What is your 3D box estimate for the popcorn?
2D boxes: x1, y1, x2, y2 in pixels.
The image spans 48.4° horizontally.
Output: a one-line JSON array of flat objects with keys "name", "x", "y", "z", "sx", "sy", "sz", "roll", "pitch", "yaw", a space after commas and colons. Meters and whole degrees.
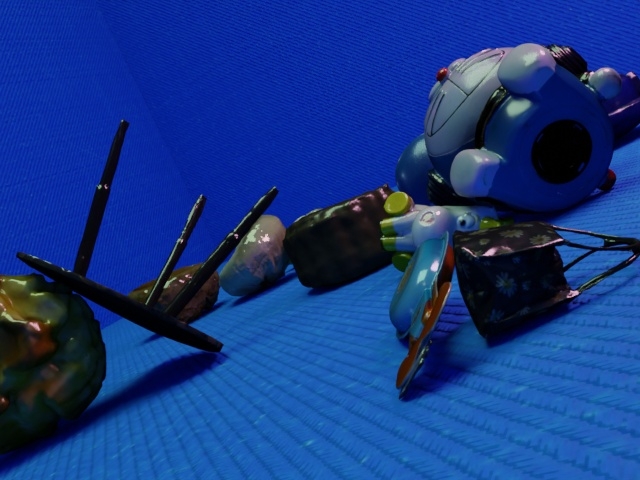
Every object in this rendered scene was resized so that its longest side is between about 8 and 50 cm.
[{"name": "popcorn", "x": -0.444, "y": 0.191, "z": 1.023, "sx": 0.265, "sy": 0.225, "sz": 0.332, "roll": -46, "pitch": 4, "yaw": -31}]

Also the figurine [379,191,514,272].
[{"name": "figurine", "x": 0.161, "y": -0.016, "z": 0.912, "sx": 0.130, "sy": 0.109, "sz": 0.178, "roll": -3, "pitch": -4, "yaw": -27}]

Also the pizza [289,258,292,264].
[{"name": "pizza", "x": -0.022, "y": 0.028, "z": 1.742, "sx": 0.160, "sy": 0.035, "sz": 0.099, "roll": -28, "pitch": 5, "yaw": -27}]

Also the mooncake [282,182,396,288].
[{"name": "mooncake", "x": 0.048, "y": -0.009, "z": 1.202, "sx": 0.228, "sy": 0.124, "sz": 0.228, "roll": -26, "pitch": 3, "yaw": 1}]

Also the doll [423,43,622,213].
[{"name": "doll", "x": 0.264, "y": -0.148, "z": 0.984, "sx": 0.284, "sy": 0.240, "sz": 0.310, "roll": -51, "pitch": 18, "yaw": 8}]

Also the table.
[{"name": "table", "x": -0.247, "y": -0.011, "z": 1.066, "sx": 0.249, "sy": 0.317, "sz": 0.317, "roll": -66, "pitch": 18, "yaw": -16}]

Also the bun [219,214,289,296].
[{"name": "bun", "x": -0.132, "y": 0.046, "z": 1.586, "sx": 0.222, "sy": 0.127, "sz": 0.222, "roll": -58, "pitch": 4, "yaw": 7}]

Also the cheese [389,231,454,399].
[{"name": "cheese", "x": 0.086, "y": 0.051, "z": 0.599, "sx": 0.256, "sy": 0.037, "sz": 0.106, "roll": -58, "pitch": -8, "yaw": -77}]

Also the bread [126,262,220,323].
[{"name": "bread", "x": -0.344, "y": 0.139, "z": 1.690, "sx": 0.230, "sy": 0.123, "sz": 0.230, "roll": -20, "pitch": 5, "yaw": 2}]

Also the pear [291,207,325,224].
[{"name": "pear", "x": 0.000, "y": 0.000, "z": 1.534, "sx": 0.141, "sy": 0.104, "sz": 0.141, "roll": -25, "pitch": 28, "yaw": 14}]

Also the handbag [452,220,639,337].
[{"name": "handbag", "x": 0.176, "y": 0.020, "z": 0.551, "sx": 0.139, "sy": 0.072, "sz": 0.115, "roll": -11, "pitch": 5, "yaw": 11}]

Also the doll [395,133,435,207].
[{"name": "doll", "x": 0.233, "y": -0.118, "z": 1.454, "sx": 0.215, "sy": 0.161, "sz": 0.257, "roll": -38, "pitch": -13, "yaw": 3}]

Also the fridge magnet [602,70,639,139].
[{"name": "fridge magnet", "x": 0.482, "y": -0.218, "z": 1.301, "sx": 0.265, "sy": 0.112, "sz": 0.265, "roll": -27, "pitch": 3, "yaw": 1}]
